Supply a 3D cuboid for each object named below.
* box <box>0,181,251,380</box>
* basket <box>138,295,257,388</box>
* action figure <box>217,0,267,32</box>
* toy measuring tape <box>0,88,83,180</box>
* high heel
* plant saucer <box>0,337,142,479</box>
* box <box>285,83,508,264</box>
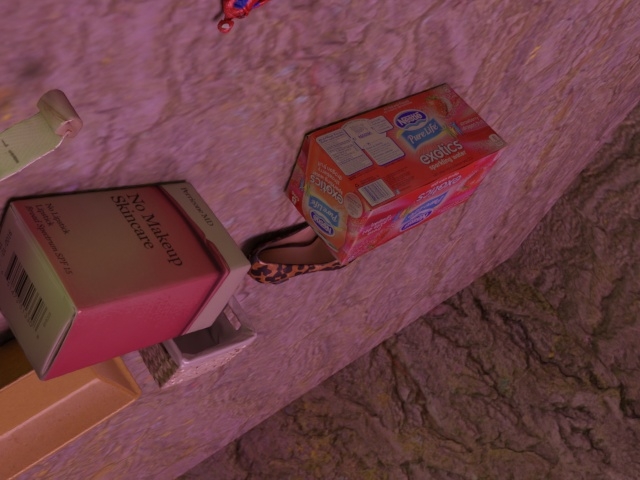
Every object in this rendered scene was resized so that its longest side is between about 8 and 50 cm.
[{"bbox_3d":[-0.222,0.035,0.750,0.232,0.148,0.127,-15,149,-50],"label":"box"},{"bbox_3d":[-0.211,0.161,1.113,0.167,0.113,0.103,-13,153,-50],"label":"basket"},{"bbox_3d":[-0.055,-0.237,0.621,0.115,0.030,0.038,-41,165,14],"label":"action figure"},{"bbox_3d":[-0.332,-0.035,0.461,0.330,0.121,0.121,-33,160,-14],"label":"toy measuring tape"},{"bbox_3d":[0.000,0.000,1.135,0.261,0.093,0.186,-30,167,4],"label":"high heel"},{"bbox_3d":[-0.438,0.239,0.936,0.333,0.081,0.332,-31,160,-19],"label":"plant saucer"},{"bbox_3d":[0.116,-0.108,1.023,0.300,0.154,0.142,-27,158,-33],"label":"box"}]
